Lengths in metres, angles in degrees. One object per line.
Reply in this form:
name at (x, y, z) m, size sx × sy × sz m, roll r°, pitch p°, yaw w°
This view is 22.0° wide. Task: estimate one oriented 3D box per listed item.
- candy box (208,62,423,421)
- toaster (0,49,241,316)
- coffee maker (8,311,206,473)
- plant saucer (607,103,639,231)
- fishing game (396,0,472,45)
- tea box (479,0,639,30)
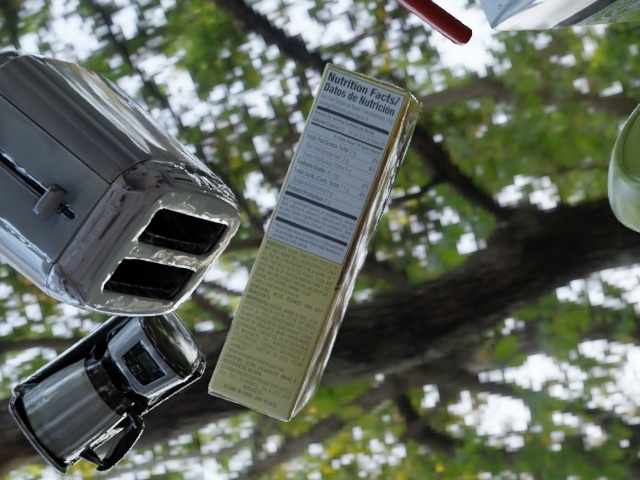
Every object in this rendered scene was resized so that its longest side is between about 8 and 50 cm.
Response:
candy box at (0.000, 0.000, 1.549) m, size 0.183 × 0.088 × 0.316 m, roll -14°, pitch -56°, yaw -83°
toaster at (-0.154, -0.031, 1.120) m, size 0.146 × 0.129 × 0.227 m, roll 40°, pitch -173°, yaw 20°
coffee maker at (-0.220, 0.134, 1.712) m, size 0.120 × 0.178 × 0.171 m, roll 50°, pitch -171°, yaw -31°
plant saucer at (0.364, -0.107, 1.546) m, size 0.037 × 0.241 × 0.241 m, roll 46°, pitch -129°, yaw -26°
fishing game at (0.040, -0.213, 0.599) m, size 0.189 × 0.041 × 0.264 m, roll 31°, pitch -108°, yaw -26°
tea box at (0.224, -0.352, 1.231) m, size 0.324 × 0.220 × 0.329 m, roll -12°, pitch -104°, yaw -49°
